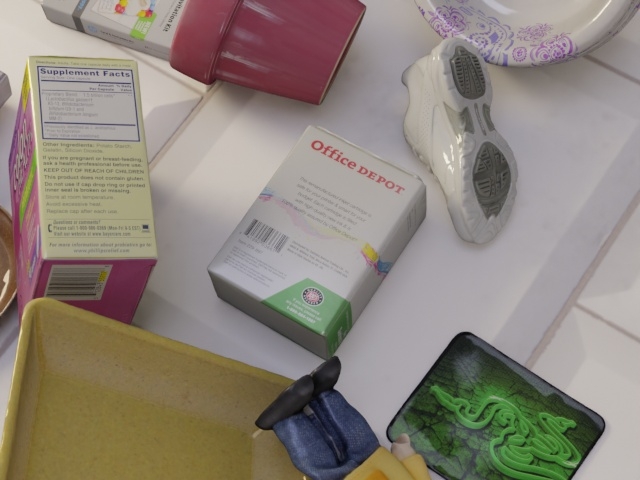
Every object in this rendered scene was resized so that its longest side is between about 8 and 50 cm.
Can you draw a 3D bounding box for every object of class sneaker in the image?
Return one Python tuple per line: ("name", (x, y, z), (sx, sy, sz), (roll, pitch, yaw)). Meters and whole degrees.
("sneaker", (0.149, -0.105, 1.542), (0.090, 0.115, 0.232), (-4, 81, -37))

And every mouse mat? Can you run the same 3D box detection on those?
("mouse mat", (0.184, 0.198, 1.430), (0.190, 0.007, 0.152), (33, 71, 18))

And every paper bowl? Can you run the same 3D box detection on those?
("paper bowl", (0.247, -0.343, 1.564), (0.284, 0.148, 0.284), (4, 100, 23))

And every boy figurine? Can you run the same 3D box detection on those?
("boy figurine", (0.054, 0.260, 1.341), (0.177, 0.092, 0.285), (-24, 70, -47))

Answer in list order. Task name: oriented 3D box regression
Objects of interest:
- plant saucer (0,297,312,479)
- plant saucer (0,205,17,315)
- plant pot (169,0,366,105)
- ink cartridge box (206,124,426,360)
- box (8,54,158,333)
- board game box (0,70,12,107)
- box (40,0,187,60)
("plant saucer", (-0.164, 0.254, 1.306), (0.333, 0.081, 0.332), (21, 48, -25))
("plant saucer", (-0.428, 0.037, 1.546), (0.199, 0.036, 0.198), (-2, 65, 5))
("plant pot", (-0.054, -0.252, 1.576), (0.180, 0.201, 0.201), (26, 69, -1))
("ink cartridge box", (0.000, 0.000, 1.494), (0.154, 0.093, 0.212), (28, 72, 16))
("box", (-0.261, -0.038, 1.455), (0.117, 0.213, 0.243), (1, 62, -19))
("board game box", (-0.547, -0.184, 1.603), (0.305, 0.053, 0.193), (29, 65, 10))
("box", (-0.232, -0.313, 1.696), (0.186, 0.038, 0.145), (21, 68, 13))
